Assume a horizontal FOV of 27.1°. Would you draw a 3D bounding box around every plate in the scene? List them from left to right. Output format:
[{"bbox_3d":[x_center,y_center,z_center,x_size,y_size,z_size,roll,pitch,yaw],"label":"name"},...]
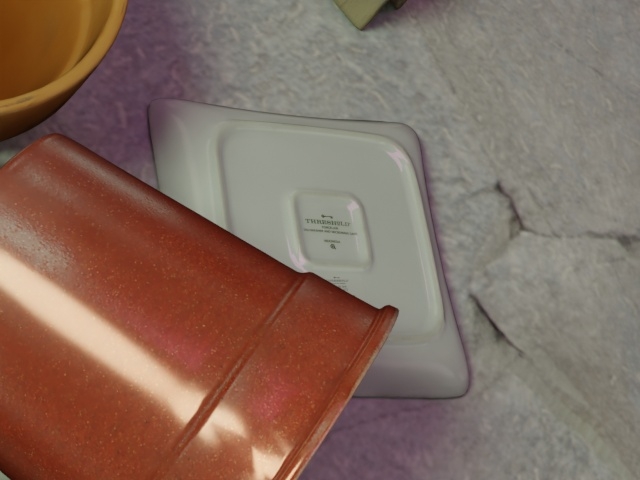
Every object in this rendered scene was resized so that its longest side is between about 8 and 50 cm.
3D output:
[{"bbox_3d":[0.000,0.000,1.150,0.277,0.045,0.278,4,63,-29],"label":"plate"}]

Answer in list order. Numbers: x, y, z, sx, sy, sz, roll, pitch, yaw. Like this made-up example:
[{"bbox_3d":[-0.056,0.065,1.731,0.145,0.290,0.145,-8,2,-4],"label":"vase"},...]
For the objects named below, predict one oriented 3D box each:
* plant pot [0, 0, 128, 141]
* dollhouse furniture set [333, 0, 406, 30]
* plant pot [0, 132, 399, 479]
[{"bbox_3d":[-0.308,-0.166,0.957,0.291,0.203,0.291,14,57,-24],"label":"plant pot"},{"bbox_3d":[0.093,-0.486,1.335,0.362,0.256,0.394,-36,85,-38],"label":"dollhouse furniture set"},{"bbox_3d":[-0.132,0.082,0.906,0.265,0.272,0.272,35,52,1],"label":"plant pot"}]
